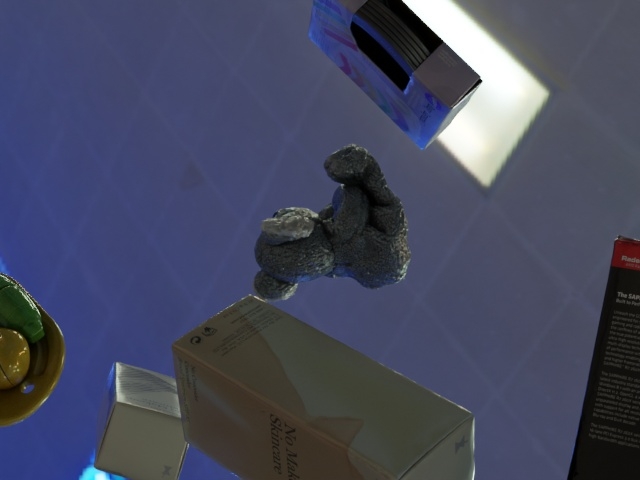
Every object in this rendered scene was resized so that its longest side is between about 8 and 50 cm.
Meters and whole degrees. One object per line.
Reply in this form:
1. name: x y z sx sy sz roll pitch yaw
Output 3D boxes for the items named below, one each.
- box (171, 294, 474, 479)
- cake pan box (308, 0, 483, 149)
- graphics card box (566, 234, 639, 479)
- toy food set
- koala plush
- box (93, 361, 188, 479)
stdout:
1. box: 0.000 0.191 1.237 0.311 0.121 0.148 24 -48 38
2. cake pan box: 0.094 -0.251 1.648 0.246 0.267 0.070 43 -98 1
3. graphics card box: 0.374 0.198 1.200 0.232 0.094 0.371 10 -97 24
4. toy food set: -0.301 0.062 0.980 0.128 0.071 0.218 -40 -127 -18
5. koala plush: 0.000 0.000 1.811 0.203 0.221 0.196 56 -33 30
6. box: -0.241 0.244 1.648 0.275 0.113 0.094 -156 -97 -78
